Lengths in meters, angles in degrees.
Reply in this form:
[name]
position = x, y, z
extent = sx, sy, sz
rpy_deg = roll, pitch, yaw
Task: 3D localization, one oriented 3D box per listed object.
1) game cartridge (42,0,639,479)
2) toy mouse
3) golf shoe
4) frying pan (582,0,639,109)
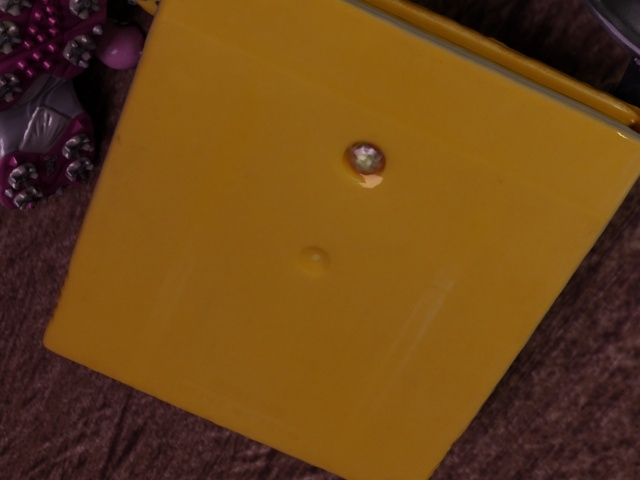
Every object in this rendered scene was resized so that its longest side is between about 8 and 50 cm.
[game cartridge]
position = 0.000, 0.000, 0.712
extent = 0.285, 0.053, 0.324
rpy_deg = 25, 125, -4
[toy mouse]
position = -0.181, -0.191, 0.916
extent = 0.143, 0.031, 0.161
rpy_deg = -4, 108, 37
[golf shoe]
position = -0.248, -0.154, 0.901
extent = 0.140, 0.115, 0.306
rpy_deg = 52, 148, 21
[frying pan]
position = 0.216, -0.111, 0.609
extent = 0.197, 0.053, 0.326
rpy_deg = 24, 146, 35
